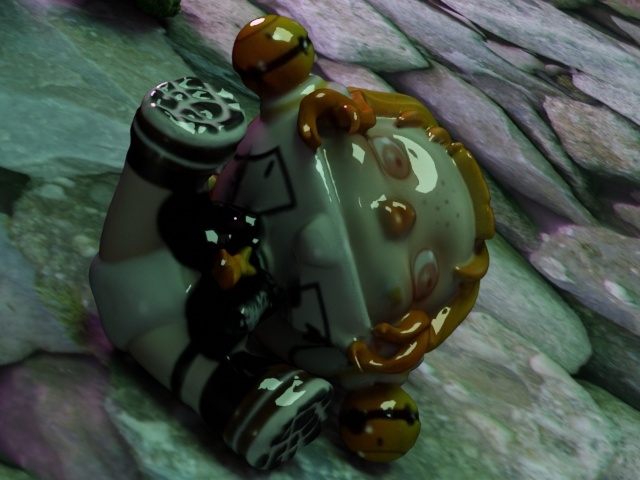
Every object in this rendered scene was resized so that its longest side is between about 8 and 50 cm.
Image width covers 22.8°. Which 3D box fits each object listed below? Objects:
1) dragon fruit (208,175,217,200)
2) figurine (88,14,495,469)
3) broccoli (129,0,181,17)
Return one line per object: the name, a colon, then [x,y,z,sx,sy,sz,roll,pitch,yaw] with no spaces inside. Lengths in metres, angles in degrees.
dragon fruit: [-0.096,-0.032,1.249,0.086,0.081,0.116,24,21,15]
figurine: [-0.005,0.001,1.135,0.323,0.196,0.320,-14,90,-48]
broccoli: [-0.181,-0.368,1.650,0.241,0.269,0.261,-20,77,-23]
